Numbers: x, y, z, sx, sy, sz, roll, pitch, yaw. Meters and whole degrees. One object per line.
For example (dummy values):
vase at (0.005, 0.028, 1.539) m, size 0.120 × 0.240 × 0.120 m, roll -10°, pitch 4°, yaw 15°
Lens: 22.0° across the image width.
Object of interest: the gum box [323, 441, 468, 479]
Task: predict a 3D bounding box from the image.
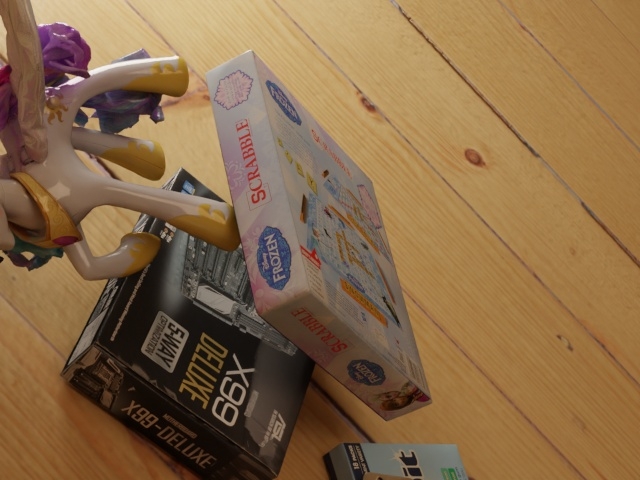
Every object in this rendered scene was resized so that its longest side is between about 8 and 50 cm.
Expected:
gum box at (0.104, 0.308, 1.871) m, size 0.184 × 0.041 × 0.157 m, roll 7°, pitch 54°, yaw -40°

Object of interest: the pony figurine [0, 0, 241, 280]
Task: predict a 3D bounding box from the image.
pony figurine at (-0.286, -0.110, 1.636) m, size 0.363 × 0.303 × 0.351 m, roll -3°, pitch 68°, yaw -44°

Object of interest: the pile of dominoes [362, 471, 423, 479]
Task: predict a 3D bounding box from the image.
pile of dominoes at (0.138, 0.345, 1.744) m, size 0.251 × 0.040 × 0.196 m, roll 8°, pitch 58°, yaw 4°

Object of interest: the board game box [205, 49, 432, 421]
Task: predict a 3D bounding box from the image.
board game box at (0.000, 0.000, 1.808) m, size 0.318 × 0.066 × 0.318 m, roll 45°, pitch 26°, yaw -52°

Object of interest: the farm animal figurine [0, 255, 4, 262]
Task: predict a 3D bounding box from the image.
farm animal figurine at (-0.492, 0.050, 1.396) m, size 0.330 × 0.172 × 0.326 m, roll 35°, pitch 57°, yaw 3°

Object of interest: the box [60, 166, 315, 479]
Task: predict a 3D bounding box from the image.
box at (-0.122, 0.098, 1.794) m, size 0.242 × 0.076 × 0.307 m, roll 38°, pitch 38°, yaw -14°
